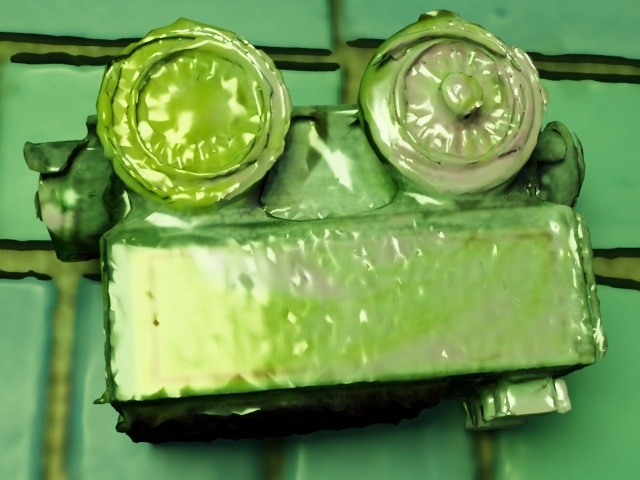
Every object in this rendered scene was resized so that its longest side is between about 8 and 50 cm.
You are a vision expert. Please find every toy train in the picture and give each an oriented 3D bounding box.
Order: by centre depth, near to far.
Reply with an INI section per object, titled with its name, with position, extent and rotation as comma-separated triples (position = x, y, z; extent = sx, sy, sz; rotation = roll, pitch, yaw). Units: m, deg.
[toy train]
position = 0.000, 0.000, 0.471
extent = 0.260, 0.134, 0.178
rotation = -3, 75, -6
